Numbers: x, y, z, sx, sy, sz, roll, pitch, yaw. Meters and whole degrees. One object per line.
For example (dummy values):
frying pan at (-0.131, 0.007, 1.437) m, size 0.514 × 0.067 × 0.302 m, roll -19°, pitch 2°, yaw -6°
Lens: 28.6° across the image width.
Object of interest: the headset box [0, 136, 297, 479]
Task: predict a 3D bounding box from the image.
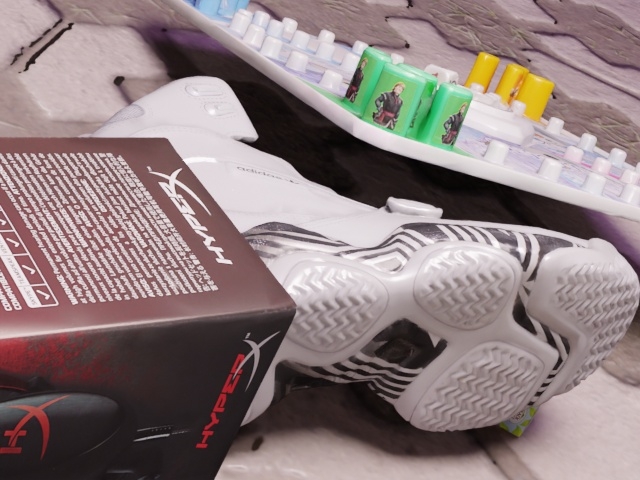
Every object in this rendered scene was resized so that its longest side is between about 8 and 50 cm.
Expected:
headset box at (-0.184, 0.080, 0.429) m, size 0.293 × 0.218 × 0.110 m, roll -3°, pitch 41°, yaw -41°

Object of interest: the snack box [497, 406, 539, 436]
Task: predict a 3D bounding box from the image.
snack box at (0.115, 0.062, 0.856) m, size 0.100 × 0.037 × 0.141 m, roll 30°, pitch 31°, yaw 7°

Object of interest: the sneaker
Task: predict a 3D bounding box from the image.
sneaker at (0.000, 0.000, 0.741) m, size 0.365 × 0.137 × 0.210 m, roll -3°, pitch 40°, yaw -22°

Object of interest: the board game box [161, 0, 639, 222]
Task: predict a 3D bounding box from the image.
board game box at (0.112, -0.113, 0.976) m, size 0.389 × 0.050 × 0.390 m, roll 13°, pitch 16°, yaw -32°
